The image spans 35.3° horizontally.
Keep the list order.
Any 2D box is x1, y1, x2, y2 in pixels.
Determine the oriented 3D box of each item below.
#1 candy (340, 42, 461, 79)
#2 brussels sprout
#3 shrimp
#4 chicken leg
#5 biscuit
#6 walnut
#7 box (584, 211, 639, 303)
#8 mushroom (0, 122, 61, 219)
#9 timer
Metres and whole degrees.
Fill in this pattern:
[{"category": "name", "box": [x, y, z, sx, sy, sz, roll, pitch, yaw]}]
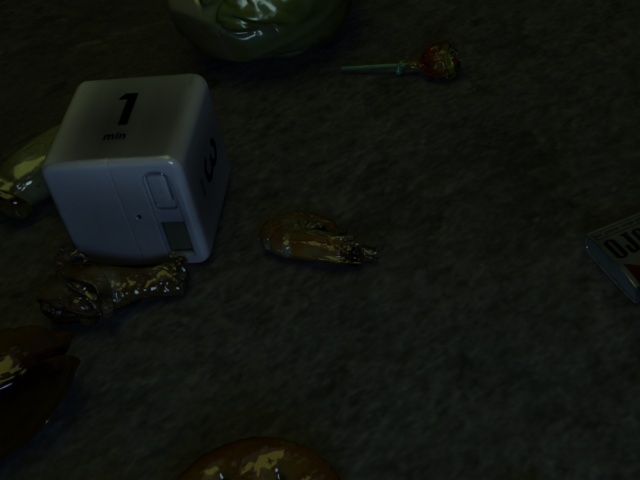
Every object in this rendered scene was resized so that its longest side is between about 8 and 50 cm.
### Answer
[{"category": "candy", "box": [0.127, -0.285, 1.625, 0.201, 0.060, 0.060, -1, 43, 21]}, {"category": "brussels sprout", "box": [-0.086, -0.441, 1.693, 0.344, 0.268, 0.344, -25, 34, 18]}, {"category": "shrimp", "box": [0.000, 0.000, 1.361, 0.180, 0.041, 0.099, 14, 34, 27]}, {"category": "chicken leg", "box": [-0.277, 0.060, 1.325, 0.196, 0.080, 0.125, 0, 36, 9]}, {"category": "biscuit", "box": [-0.069, 0.302, 1.030, 0.221, 0.066, 0.220, -8, 45, 8]}, {"category": "walnut", "box": [-0.388, 0.183, 1.176, 0.245, 0.137, 0.137, -40, 49, -17]}, {"category": "box", "box": [0.437, 0.002, 1.257, 0.178, 0.035, 0.115, -21, 44, -11]}, {"category": "mushroom", "box": [-0.378, -0.147, 1.559, 0.107, 0.087, 0.333, 26, 52, 34]}, {"category": "timer", "box": [-0.247, -0.097, 1.394, 0.195, 0.192, 0.195, -3, 44, 9]}]
